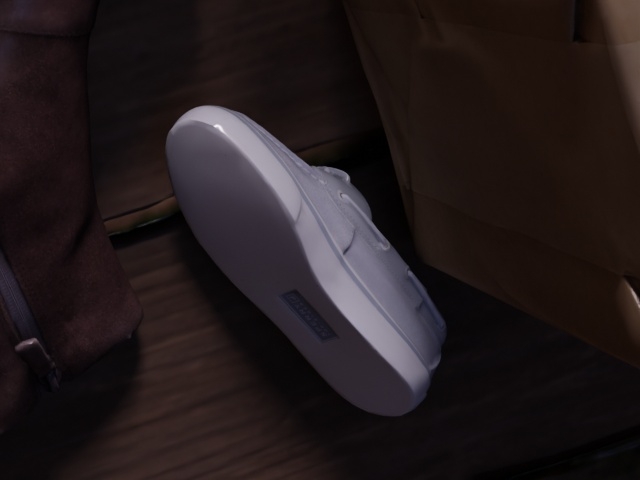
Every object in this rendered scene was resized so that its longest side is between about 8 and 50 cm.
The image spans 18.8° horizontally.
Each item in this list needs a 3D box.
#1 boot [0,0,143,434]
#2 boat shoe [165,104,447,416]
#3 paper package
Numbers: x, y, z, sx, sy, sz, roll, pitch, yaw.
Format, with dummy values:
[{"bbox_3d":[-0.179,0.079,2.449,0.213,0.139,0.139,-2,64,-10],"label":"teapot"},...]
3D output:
[{"bbox_3d":[-0.128,-0.045,0.856,0.248,0.090,0.207,-38,126,-12],"label":"boot"},{"bbox_3d":[0.000,0.000,0.909,0.184,0.066,0.063,48,49,-19],"label":"boat shoe"},{"bbox_3d":[0.209,-0.094,0.821,0.324,0.309,0.168,-22,105,-14],"label":"paper package"}]
